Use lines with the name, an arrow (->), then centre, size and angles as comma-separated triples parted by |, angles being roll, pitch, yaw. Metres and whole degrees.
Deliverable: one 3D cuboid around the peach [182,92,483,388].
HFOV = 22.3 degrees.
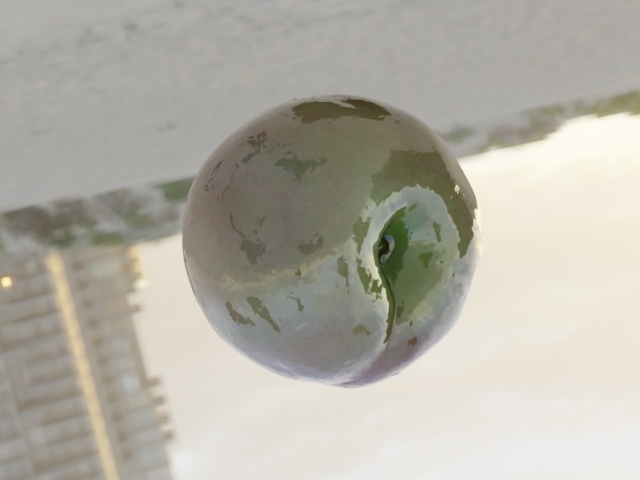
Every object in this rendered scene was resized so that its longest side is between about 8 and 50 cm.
peach -> 0.002, 0.000, 0.444 | 0.083, 0.083, 0.083 | -13, -171, 2
